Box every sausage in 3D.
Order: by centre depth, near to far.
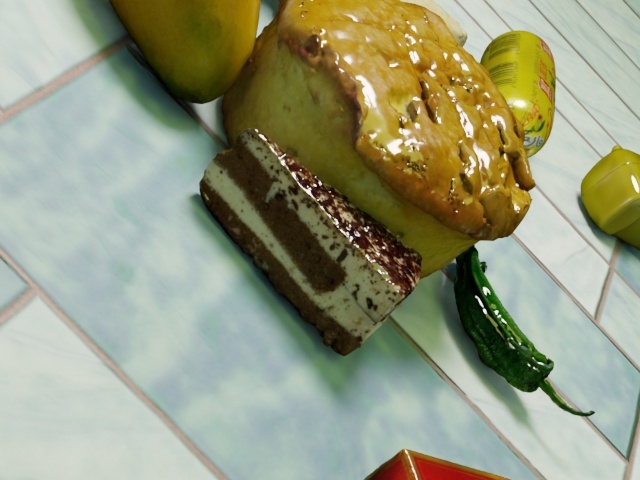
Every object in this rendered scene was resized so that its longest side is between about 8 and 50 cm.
[{"bbox_3d":[0.297,-0.225,2.234,0.123,0.123,0.347,41,30,-14],"label":"sausage"}]

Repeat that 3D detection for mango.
[{"bbox_3d":[-0.147,-0.282,1.611,0.139,0.175,0.254,-9,61,-46],"label":"mango"}]

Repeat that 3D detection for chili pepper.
[{"bbox_3d":[0.216,0.105,1.763,0.122,0.065,0.279,11,41,-44],"label":"chili pepper"}]

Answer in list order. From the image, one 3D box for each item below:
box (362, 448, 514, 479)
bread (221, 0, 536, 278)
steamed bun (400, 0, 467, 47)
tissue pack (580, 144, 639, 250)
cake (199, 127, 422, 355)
[{"bbox_3d":[0.159,0.358,1.340,0.197,0.089,0.313,21,38,-40],"label":"box"},{"bbox_3d":[0.068,-0.133,1.694,0.398,0.215,0.398,32,33,-23],"label":"bread"},{"bbox_3d":[0.063,-0.313,2.004,0.292,0.137,0.295,22,30,-34],"label":"steamed bun"},{"bbox_3d":[0.499,-0.068,2.321,0.178,0.123,0.127,23,37,-39],"label":"tissue pack"},{"bbox_3d":[-0.005,-0.009,1.547,0.246,0.112,0.135,48,25,6],"label":"cake"}]
